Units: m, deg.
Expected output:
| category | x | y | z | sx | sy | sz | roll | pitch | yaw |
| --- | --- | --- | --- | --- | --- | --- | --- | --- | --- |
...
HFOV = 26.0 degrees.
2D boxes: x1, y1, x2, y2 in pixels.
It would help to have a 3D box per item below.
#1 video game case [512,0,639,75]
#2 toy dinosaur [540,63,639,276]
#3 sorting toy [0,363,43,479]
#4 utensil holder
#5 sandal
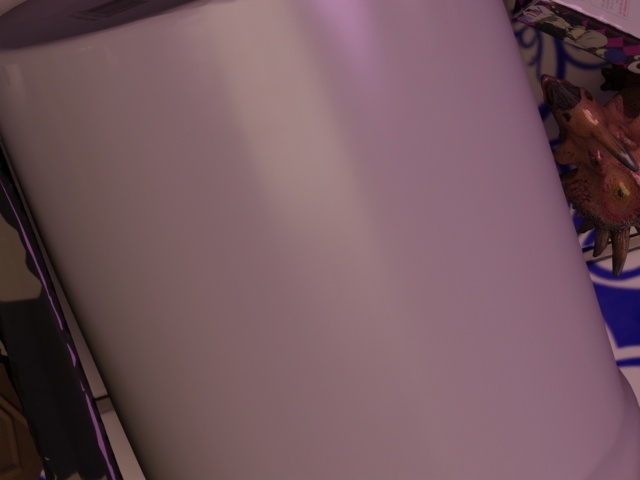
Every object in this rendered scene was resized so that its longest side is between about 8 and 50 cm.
| category | x | y | z | sx | sy | sz | roll | pitch | yaw |
| --- | --- | --- | --- | --- | --- | --- | --- | --- | --- |
| video game case | 0.243 | -0.215 | 0.936 | 0.210 | 0.042 | 0.232 | 19 | 69 | -19 |
| toy dinosaur | 0.263 | -0.047 | 0.978 | 0.295 | 0.200 | 0.127 | 5 | 108 | -16 |
| sorting toy | -0.250 | 0.080 | 0.900 | 0.038 | 0.208 | 0.193 | -35 | 114 | 17 |
| utensil holder | 0.000 | 0.000 | 0.870 | 0.327 | 0.327 | 0.385 | -21 | 110 | -5 |
| sandal | -0.223 | 0.011 | 0.827 | 0.107 | 0.167 | 0.446 | -21 | 83 | -11 |
